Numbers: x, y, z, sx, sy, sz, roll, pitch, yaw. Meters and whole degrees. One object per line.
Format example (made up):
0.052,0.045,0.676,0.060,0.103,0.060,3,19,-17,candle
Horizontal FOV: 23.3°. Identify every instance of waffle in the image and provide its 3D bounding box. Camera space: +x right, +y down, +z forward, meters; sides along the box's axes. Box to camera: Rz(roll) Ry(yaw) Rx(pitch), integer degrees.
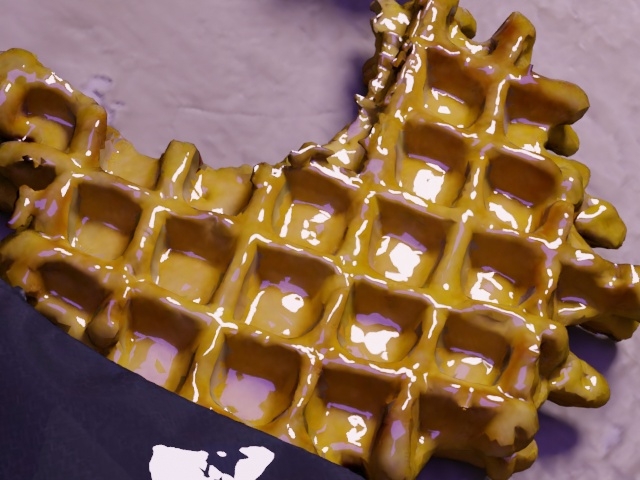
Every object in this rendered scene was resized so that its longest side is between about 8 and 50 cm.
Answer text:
0.000,0.000,0.669,0.293,0.069,0.259,-17,65,-17,waffle

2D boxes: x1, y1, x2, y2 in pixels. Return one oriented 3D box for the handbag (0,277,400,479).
-0.120,0.146,0.544,0.211,0.088,0.254,28,76,13,handbag
